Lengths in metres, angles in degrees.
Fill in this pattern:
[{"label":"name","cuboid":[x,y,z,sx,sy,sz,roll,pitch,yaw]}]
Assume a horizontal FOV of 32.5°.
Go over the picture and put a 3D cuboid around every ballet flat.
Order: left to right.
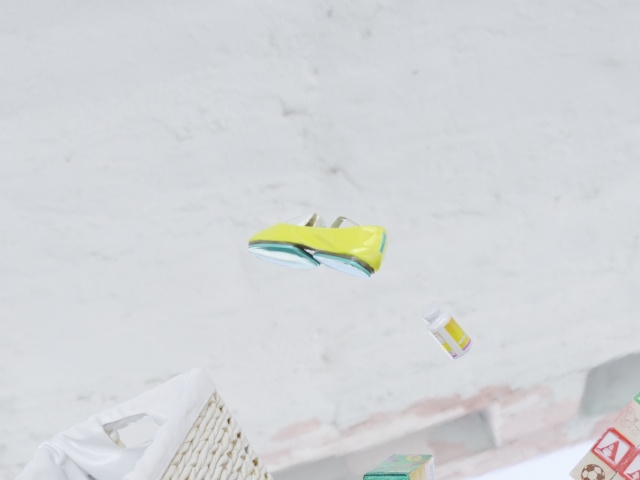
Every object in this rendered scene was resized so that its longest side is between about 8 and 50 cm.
[{"label":"ballet flat","cuboid":[0.000,0.000,1.463,0.231,0.077,0.077,7,-23,45]}]

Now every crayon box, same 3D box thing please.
[{"label":"crayon box","cuboid":[0.140,0.502,1.794,0.081,0.278,0.165,-5,-2,19]}]

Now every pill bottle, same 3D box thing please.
[{"label":"pill bottle","cuboid":[0.189,0.137,1.656,0.043,0.043,0.083,-36,-77,19]}]

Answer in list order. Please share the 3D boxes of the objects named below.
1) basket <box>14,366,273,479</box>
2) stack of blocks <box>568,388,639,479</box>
[{"label":"basket","cuboid":[-0.275,0.412,1.622,0.328,0.331,0.266,-27,-75,20]},{"label":"stack of blocks","cuboid":[0.444,0.279,1.513,0.171,0.087,0.297,-52,-20,6]}]
